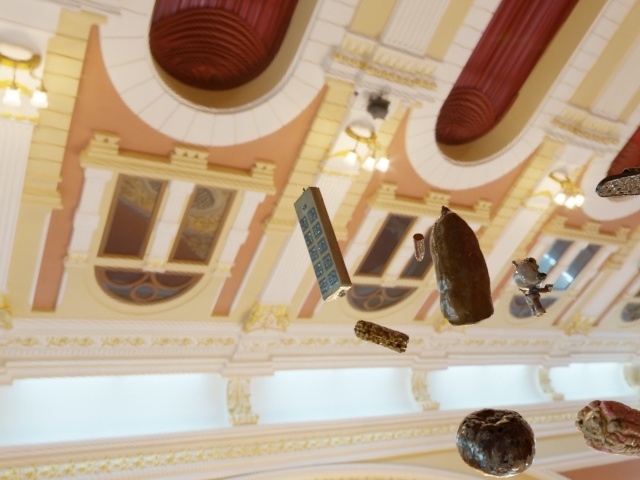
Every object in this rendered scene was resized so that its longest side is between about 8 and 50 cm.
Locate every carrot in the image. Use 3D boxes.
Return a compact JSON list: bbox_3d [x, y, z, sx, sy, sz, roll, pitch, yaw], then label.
[{"bbox_3d":[0.410,0.034,2.466,0.048,0.139,0.048,-8,-139,7],"label":"carrot"}]

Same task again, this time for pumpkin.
[{"bbox_3d":[0.514,0.588,1.747,0.233,0.163,0.233,-8,-176,1],"label":"pumpkin"}]

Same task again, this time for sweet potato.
[{"bbox_3d":[0.385,0.059,1.674,0.158,0.158,0.369,2,-110,-36],"label":"sweet potato"}]

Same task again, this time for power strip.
[{"bbox_3d":[0.000,0.000,1.741,0.043,0.106,0.367,1,-121,-36],"label":"power strip"}]

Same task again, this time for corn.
[{"bbox_3d":[0.760,0.456,1.419,0.335,0.126,0.126,16,-148,-24],"label":"corn"}]

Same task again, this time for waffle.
[{"bbox_3d":[0.204,0.326,2.028,0.193,0.070,0.197,18,177,11],"label":"waffle"}]

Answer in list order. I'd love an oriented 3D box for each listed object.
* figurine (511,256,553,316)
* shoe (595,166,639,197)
[{"bbox_3d":[0.688,0.146,1.931,0.094,0.147,0.197,-15,-109,-18],"label":"figurine"},{"bbox_3d":[0.732,-0.146,1.438,0.179,0.071,0.049,-8,-138,-16],"label":"shoe"}]
